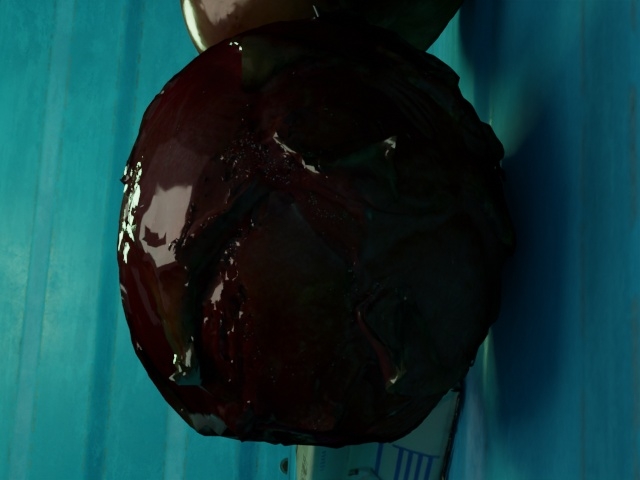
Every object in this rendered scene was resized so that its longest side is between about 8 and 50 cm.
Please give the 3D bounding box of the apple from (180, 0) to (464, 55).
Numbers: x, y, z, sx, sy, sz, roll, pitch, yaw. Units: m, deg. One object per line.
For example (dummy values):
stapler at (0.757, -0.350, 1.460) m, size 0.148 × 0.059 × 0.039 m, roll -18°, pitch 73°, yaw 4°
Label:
apple at (0.004, -0.243, 0.798) m, size 0.206 × 0.272 × 0.251 m, roll 54°, pitch -168°, yaw 8°

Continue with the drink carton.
drink carton at (0.044, 0.119, 0.927) m, size 0.324 × 0.132 × 0.194 m, roll -92°, pitch 8°, yaw -60°

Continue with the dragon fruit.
dragon fruit at (0.000, 0.000, 0.649) m, size 0.295 × 0.295 × 0.302 m, roll 106°, pitch 168°, yaw -69°
